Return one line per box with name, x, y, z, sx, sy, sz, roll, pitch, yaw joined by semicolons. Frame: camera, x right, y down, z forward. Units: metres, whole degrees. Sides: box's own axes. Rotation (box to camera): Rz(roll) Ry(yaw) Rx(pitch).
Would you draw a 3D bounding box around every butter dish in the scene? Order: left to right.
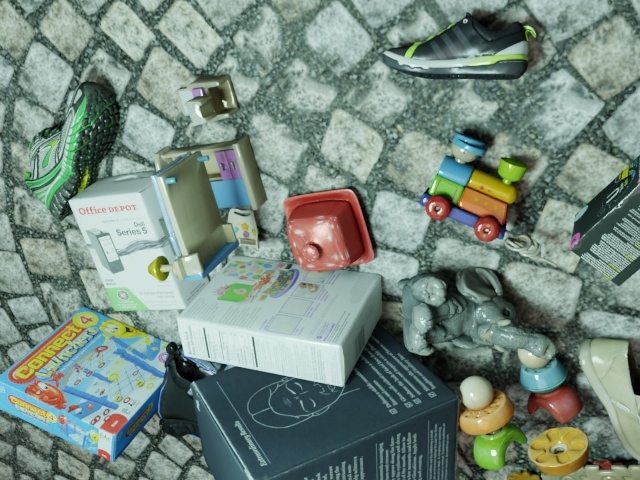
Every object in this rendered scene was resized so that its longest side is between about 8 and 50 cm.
butter dish;0.000;0.000;1.372;0.160;0.118;0.160;-6;115;27

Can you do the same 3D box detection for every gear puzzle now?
gear puzzle;0.538;0.486;1.454;0.338;0.044;0.175;-11;122;33

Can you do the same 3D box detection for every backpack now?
backpack;-0.203;0.337;1.603;0.263;0.213;0.277;30;132;16

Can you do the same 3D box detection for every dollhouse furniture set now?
dollhouse furniture set;-0.274;-0.108;1.322;0.198;0.303;0.286;-4;116;25

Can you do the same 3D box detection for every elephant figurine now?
elephant figurine;0.273;0.134;1.314;0.239;0.186;0.169;2;158;-5

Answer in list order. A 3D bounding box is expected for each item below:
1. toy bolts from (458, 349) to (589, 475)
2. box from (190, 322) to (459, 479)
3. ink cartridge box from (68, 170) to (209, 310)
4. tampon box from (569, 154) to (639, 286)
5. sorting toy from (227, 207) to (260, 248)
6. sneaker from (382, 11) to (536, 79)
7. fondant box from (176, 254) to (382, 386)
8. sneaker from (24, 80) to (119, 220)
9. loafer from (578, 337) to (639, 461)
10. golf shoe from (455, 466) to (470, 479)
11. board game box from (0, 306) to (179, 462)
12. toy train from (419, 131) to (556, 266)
toy bolts;0.373;0.277;1.288;0.218;0.228;0.159;-3;116;52
box;0.007;0.349;1.342;0.293;0.395;0.212;41;141;53
ink cartridge box;-0.379;0.005;1.549;0.198;0.115;0.273;-4;116;27
tampon box;0.480;-0.035;1.132;0.101;0.120;0.161;38;126;0
sorting toy;-0.156;-0.027;1.478;0.083;0.045;0.075;7;113;22
sneaker;0.214;-0.303;1.144;0.234;0.084;0.097;6;96;20
fondant box;-0.071;0.143;1.412;0.330;0.238;0.096;8;122;20
sneaker;-0.526;-0.191;1.494;0.146;0.134;0.343;39;127;0
loafer;0.555;0.283;1.291;0.092;0.102;0.268;-27;103;40
golf shoe;0.253;0.518;1.598;0.176;0.069;0.086;37;143;8
board game box;-0.506;0.312;1.664;0.301;0.308;0.086;20;123;12
toy train;0.303;-0.071;1.214;0.248;0.105;0.143;25;112;10
